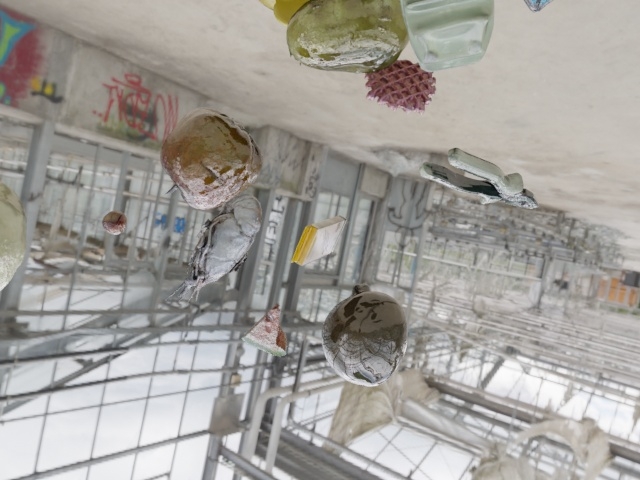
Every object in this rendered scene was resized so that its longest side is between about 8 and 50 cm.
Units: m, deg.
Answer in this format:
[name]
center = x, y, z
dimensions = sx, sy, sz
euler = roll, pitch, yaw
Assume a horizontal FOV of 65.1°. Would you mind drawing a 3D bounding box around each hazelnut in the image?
[hazelnut]
center = -0.664, -0.058, 1.626
dimensions = 0.086, 0.086, 0.086
euler = 12, -179, 0

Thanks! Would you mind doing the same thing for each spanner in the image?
[spanner]
center = 0.320, -0.105, 0.943
dimensions = 0.325, 0.040, 0.096
euler = 13, 158, -38

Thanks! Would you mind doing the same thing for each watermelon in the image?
[watermelon]
center = -0.154, 0.231, 1.393
dimensions = 0.121, 0.158, 0.098
euler = -1, -153, 8

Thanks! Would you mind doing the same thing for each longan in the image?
[longan]
center = 0.123, 0.271, 1.457
dimensions = 0.243, 0.300, 0.300
euler = 8, -177, -35

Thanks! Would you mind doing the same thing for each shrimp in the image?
[shrimp]
center = -0.265, 0.026, 1.252
dimensions = 0.145, 0.343, 0.116
euler = 44, -168, 26

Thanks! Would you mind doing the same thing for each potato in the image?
[potato]
center = 0.087, -0.581, 1.386
dimensions = 0.359, 0.219, 0.270
euler = -12, 172, -21

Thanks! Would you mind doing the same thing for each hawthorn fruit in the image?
[hawthorn fruit]
center = -0.323, -0.218, 1.433
dimensions = 0.268, 0.301, 0.267
euler = 46, -169, -12

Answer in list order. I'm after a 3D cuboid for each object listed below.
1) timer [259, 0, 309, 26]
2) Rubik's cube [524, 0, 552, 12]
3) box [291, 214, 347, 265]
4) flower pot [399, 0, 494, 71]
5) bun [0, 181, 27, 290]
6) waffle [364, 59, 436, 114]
[timer]
center = -0.055, -0.841, 1.538
dimensions = 0.387, 0.376, 0.376
euler = 48, -170, 13
[Rubik's cube]
center = 0.724, -0.937, 1.602
dimensions = 0.246, 0.250, 0.248
euler = 42, 132, -21
[box]
center = 0.000, 0.000, 1.512
dimensions = 0.033, 0.129, 0.247
euler = 31, -158, 17
[flower pot]
center = 0.195, -0.487, 0.830
dimensions = 0.165, 0.254, 0.367
euler = -9, 133, 16
[bun]
center = -0.405, -0.009, 0.511
dimensions = 0.183, 0.183, 0.102
euler = 12, 159, -11
[waffle]
center = 0.254, -0.501, 1.604
dimensions = 0.234, 0.221, 0.055
euler = 17, 154, 6
